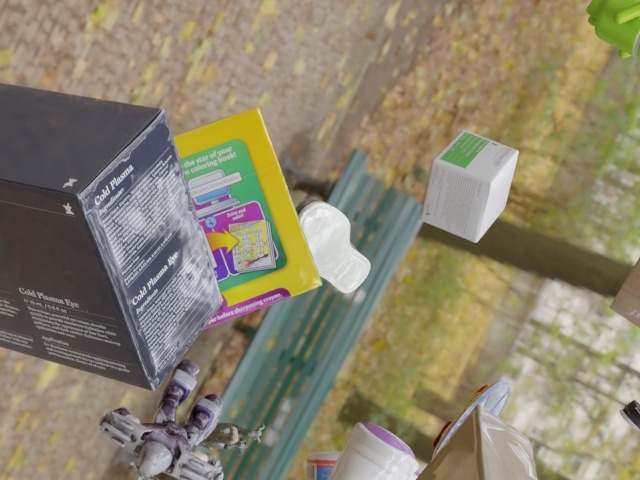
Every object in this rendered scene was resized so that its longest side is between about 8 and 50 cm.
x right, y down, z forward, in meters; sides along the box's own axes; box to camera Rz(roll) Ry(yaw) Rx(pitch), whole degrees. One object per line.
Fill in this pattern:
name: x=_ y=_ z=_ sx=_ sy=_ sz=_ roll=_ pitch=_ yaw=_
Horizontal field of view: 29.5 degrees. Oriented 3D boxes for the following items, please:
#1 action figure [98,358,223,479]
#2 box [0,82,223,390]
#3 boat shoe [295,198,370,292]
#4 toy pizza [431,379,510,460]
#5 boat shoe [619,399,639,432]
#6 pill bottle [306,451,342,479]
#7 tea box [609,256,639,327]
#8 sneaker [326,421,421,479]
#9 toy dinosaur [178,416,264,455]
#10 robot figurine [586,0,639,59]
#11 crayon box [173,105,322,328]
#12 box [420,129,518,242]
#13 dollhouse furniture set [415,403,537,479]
action figure: x=-0.208 y=0.274 z=1.702 sx=0.099 sy=0.185 sz=0.285 roll=-51 pitch=-178 yaw=16
box: x=-0.335 y=-0.014 z=1.523 sx=0.179 sy=0.343 sz=0.313 roll=-54 pitch=145 yaw=-39
boat shoe: x=0.000 y=0.000 z=2.299 sx=0.116 sy=0.099 sz=0.319 roll=-46 pitch=149 yaw=-4
toy pizza: x=0.239 y=0.304 z=1.994 sx=0.201 sy=0.032 sz=0.201 roll=-40 pitch=153 yaw=-25
boat shoe: x=0.583 y=0.330 z=2.140 sx=0.038 sy=0.125 sz=0.046 roll=-46 pitch=-179 yaw=20
pill bottle: x=0.039 y=0.446 z=1.921 sx=0.124 sy=0.124 sz=0.222 roll=46 pitch=43 yaw=-79
tea box: x=0.618 y=0.029 z=1.581 sx=0.323 sy=0.329 sz=0.220 roll=-45 pitch=161 yaw=-33
sneaker: x=0.058 y=0.327 z=1.519 sx=0.152 sy=0.114 sz=0.305 roll=-55 pitch=155 yaw=-14
toy dinosaur: x=-0.179 y=0.370 z=2.305 sx=0.268 sy=0.118 sz=0.064 roll=-13 pitch=-113 yaw=58
robot figurine: x=0.375 y=-0.258 z=1.453 sx=0.067 sy=0.115 sz=0.101 roll=-51 pitch=154 yaw=-8
crayon box: x=-0.220 y=-0.013 z=2.003 sx=0.362 sy=0.313 sz=0.106 roll=-20 pitch=-176 yaw=-3
box: x=0.197 y=-0.073 z=1.611 sx=0.101 sy=0.087 sz=0.102 roll=-45 pitch=152 yaw=-47
dollhouse furniture set: x=0.267 y=0.367 z=1.156 sx=0.362 sy=0.394 sz=0.256 roll=-54 pitch=-176 yaw=16
